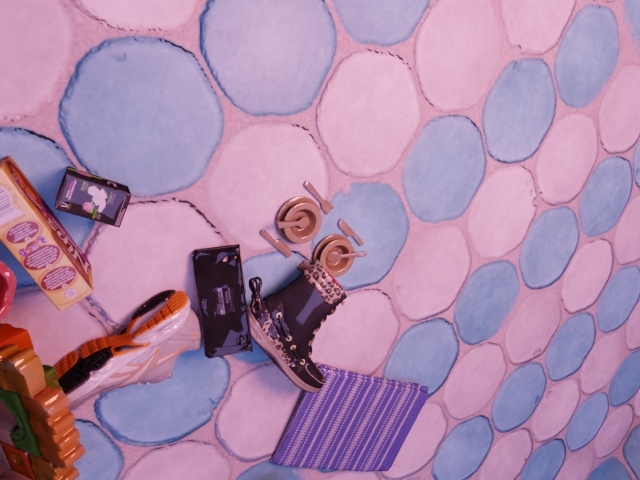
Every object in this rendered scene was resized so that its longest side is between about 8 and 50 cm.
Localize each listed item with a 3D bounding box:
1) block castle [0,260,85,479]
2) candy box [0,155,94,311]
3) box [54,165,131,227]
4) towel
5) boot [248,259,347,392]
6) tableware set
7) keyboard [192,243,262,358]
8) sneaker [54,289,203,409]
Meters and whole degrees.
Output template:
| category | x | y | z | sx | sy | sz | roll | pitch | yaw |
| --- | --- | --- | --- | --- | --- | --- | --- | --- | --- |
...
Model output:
| category | x | y | z | sx | sy | sz | roll | pitch | yaw |
| --- | --- | --- | --- | --- | --- | --- | --- | --- | --- |
| block castle | -0.440 | 0.260 | 0.503 | 0.303 | 0.212 | 0.454 | -45 | 138 | -57 |
| candy box | -0.371 | -0.010 | 0.597 | 0.053 | 0.109 | 0.187 | -33 | 119 | -15 |
| box | -0.314 | -0.061 | 0.637 | 0.083 | 0.062 | 0.052 | 20 | 98 | -33 |
| towel | 0.078 | 0.405 | 1.033 | 0.335 | 0.040 | 0.243 | 21 | 98 | -30 |
| boot | -0.013 | 0.163 | 0.851 | 0.178 | 0.085 | 0.236 | -38 | 117 | -1 |
| tableware set | 0.000 | 0.000 | 0.842 | 0.128 | 0.039 | 0.194 | -49 | 122 | -6 |
| keyboard | -0.148 | 0.098 | 0.767 | 0.108 | 0.023 | 0.180 | -7 | 90 | -12 |
| sneaker | -0.296 | 0.199 | 0.720 | 0.262 | 0.099 | 0.121 | -34 | 124 | -13 |
